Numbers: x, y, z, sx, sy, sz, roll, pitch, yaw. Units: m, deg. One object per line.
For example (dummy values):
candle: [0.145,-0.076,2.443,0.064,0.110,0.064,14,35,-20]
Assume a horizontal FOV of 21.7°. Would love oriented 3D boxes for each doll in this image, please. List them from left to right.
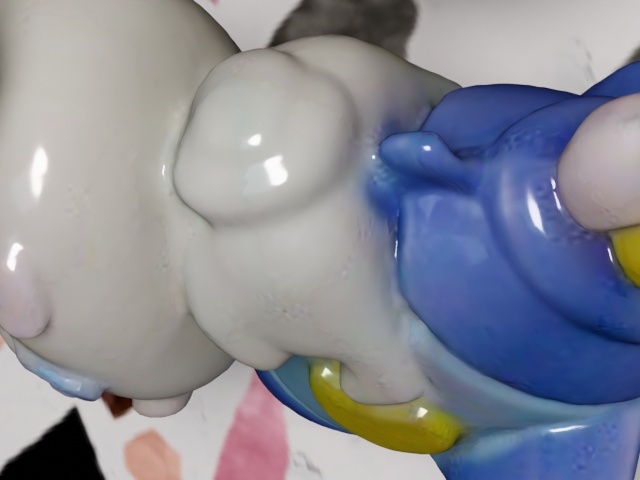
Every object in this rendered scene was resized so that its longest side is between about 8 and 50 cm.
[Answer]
doll: [-0.001,0.009,0.595,0.365,0.376,0.187,9,94,7]
